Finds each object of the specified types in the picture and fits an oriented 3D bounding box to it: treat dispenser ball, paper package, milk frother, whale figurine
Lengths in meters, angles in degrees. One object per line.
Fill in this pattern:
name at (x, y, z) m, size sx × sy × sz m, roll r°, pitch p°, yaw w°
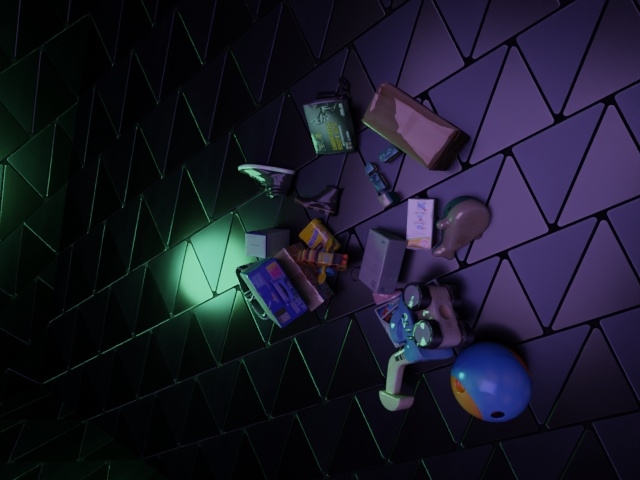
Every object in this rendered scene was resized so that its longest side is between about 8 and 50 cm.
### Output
treat dispenser ball at (0.637, 0.527, 1.617) m, size 0.288 × 0.288 × 0.288 m, roll 3°, pitch 98°, yaw 25°
paper package at (0.364, -0.418, 1.609) m, size 0.325 × 0.309 × 0.168 m, roll 40°, pitch 113°, yaw 16°
milk frother at (0.052, -0.621, 1.857) m, size 0.134 × 0.129 × 0.143 m, roll 4°, pitch 55°, yaw 24°
whale figurine at (0.530, -0.052, 1.677) m, size 0.141 × 0.216 × 0.272 m, roll -109°, pitch 38°, yaw -51°

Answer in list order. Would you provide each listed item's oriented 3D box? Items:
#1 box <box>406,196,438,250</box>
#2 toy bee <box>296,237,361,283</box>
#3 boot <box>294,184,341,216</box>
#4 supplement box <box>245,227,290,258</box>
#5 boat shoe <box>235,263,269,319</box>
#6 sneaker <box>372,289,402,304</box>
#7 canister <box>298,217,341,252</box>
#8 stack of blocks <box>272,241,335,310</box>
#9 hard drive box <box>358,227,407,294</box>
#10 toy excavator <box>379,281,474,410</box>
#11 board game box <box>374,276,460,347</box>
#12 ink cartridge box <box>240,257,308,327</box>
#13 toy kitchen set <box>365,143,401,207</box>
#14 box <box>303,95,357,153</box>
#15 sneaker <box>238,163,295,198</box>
box at (0.411, -0.070, 1.740) m, size 0.103 × 0.114 × 0.203 m, roll 5°, pitch 99°, yaw 22°
toy bee at (0.053, 0.080, 1.840) m, size 0.298 × 0.162 × 0.195 m, roll -6°, pitch 73°, yaw -14°
boot at (-0.008, -0.202, 1.950) m, size 0.197 × 0.077 × 0.137 m, roll 19°, pitch 100°, yaw 8°
supplement box at (-0.242, 0.008, 1.996) m, size 0.111 × 0.220 × 0.114 m, roll 7°, pitch 101°, yaw 25°
boat shoe at (-0.336, 0.261, 2.137) m, size 0.108 × 0.102 × 0.301 m, roll -25°, pitch 86°, yaw 25°
sneaker at (0.285, 0.226, 1.872) m, size 0.134 × 0.051 × 0.070 m, roll -27°, pitch 90°, yaw 30°
canister at (0.000, 0.000, 1.965) m, size 0.170 × 0.073 × 0.126 m, roll 48°, pitch 113°, yaw 10°
stack of blocks at (-0.067, 0.160, 1.962) m, size 0.087 × 0.171 × 0.297 m, roll -42°, pitch 80°, yaw 24°
hard drive box at (0.255, 0.085, 1.794) m, size 0.181 × 0.089 × 0.232 m, roll -139°, pitch 58°, yaw -64°
toy excavator at (0.370, 0.419, 1.704) m, size 0.445 × 0.222 × 0.433 m, roll -42°, pitch 51°, yaw 50°
board game box at (0.405, 0.308, 1.826) m, size 0.305 × 0.053 × 0.193 m, roll -32°, pitch 84°, yaw 25°
ink cartridge box at (-0.207, 0.221, 1.889) m, size 0.151 × 0.395 × 0.270 m, roll -34°, pitch 97°, yaw -13°
toy kitchen set at (0.289, -0.266, 1.767) m, size 0.166 × 0.122 × 0.207 m, roll -35°, pitch 82°, yaw 24°
box at (0.045, -0.487, 1.830) m, size 0.183 × 0.056 × 0.231 m, roll 1°, pitch 128°, yaw 24°
sneaker at (-0.266, -0.277, 2.032) m, size 0.295 × 0.104 × 0.147 m, roll 11°, pitch 96°, yaw 19°
